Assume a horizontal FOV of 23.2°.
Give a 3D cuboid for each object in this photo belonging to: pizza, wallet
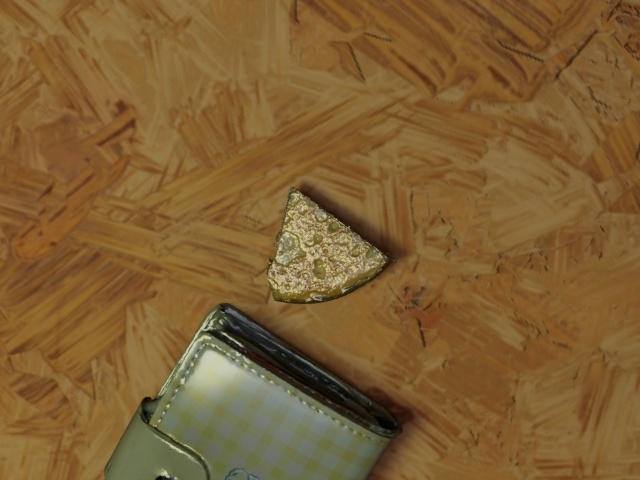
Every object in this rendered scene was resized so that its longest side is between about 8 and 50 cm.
[{"bbox_3d":[0.000,0.000,1.393,0.123,0.026,0.109,-17,95,17],"label":"pizza"},{"bbox_3d":[-0.090,0.239,1.444,0.223,0.077,0.309,31,107,0],"label":"wallet"}]
